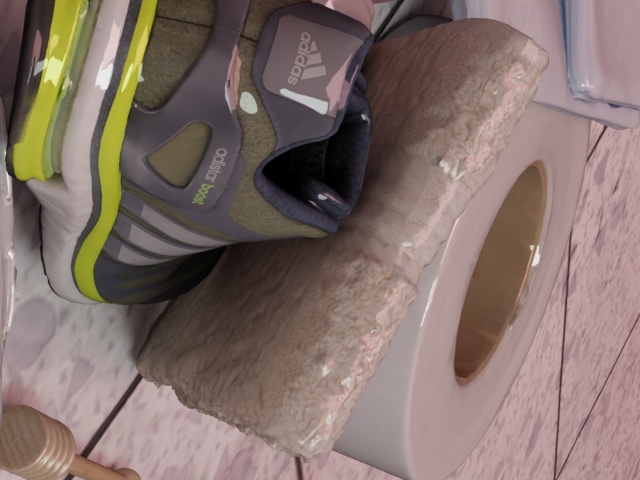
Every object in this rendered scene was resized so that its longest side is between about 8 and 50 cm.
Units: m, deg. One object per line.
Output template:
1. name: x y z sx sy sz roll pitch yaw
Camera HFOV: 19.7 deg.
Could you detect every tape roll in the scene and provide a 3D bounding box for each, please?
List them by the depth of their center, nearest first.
1. tape roll: 0.072 0.007 1.158 0.286 0.100 0.286 -53 154 -41

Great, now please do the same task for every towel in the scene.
1. towel: 0.000 0.000 0.813 0.187 0.049 0.282 -61 -166 -6

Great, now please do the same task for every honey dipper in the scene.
1. honey dipper: -0.113 0.106 0.868 0.030 0.030 0.161 -67 161 -10

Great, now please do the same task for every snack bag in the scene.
1. snack bag: 0.140 -0.232 1.049 0.342 0.037 0.323 0 89 -66

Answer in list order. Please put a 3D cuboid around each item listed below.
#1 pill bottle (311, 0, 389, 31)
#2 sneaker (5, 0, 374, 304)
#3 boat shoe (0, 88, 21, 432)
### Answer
1. pill bottle: 0.014 -0.169 0.827 0.180 0.108 0.108 -64 159 -16
2. sneaker: -0.044 -0.029 0.718 0.300 0.121 0.111 93 10 -79
3. boat shoe: -0.138 0.016 0.681 0.063 0.066 0.184 -43 137 -50
